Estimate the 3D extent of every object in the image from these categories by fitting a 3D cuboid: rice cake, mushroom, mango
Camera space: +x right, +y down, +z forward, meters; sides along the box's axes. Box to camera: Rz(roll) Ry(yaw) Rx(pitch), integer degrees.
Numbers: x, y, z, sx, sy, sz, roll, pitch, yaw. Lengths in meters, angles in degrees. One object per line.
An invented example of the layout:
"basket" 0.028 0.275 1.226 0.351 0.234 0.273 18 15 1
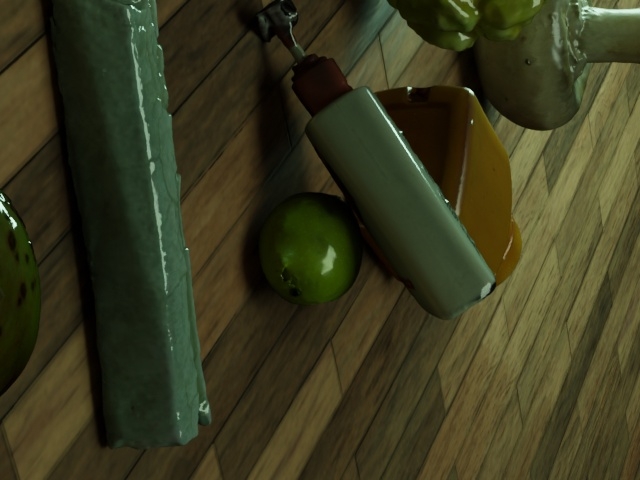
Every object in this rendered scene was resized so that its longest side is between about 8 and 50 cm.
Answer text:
"rice cake" -0.125 -0.024 1.219 0.063 0.066 0.336 -54 140 -70
"mushroom" 0.277 -0.223 2.047 0.207 0.215 0.207 2 90 -77
"mango" 0.000 0.000 1.524 0.165 0.074 0.091 -54 128 -66

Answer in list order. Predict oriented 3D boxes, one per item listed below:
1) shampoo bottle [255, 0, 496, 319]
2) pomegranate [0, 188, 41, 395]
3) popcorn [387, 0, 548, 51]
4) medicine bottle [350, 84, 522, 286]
"shampoo bottle" 0.035 -0.070 1.505 0.284 0.071 0.153 54 1 -6
"pomegranate" -0.218 0.008 0.895 0.159 0.159 0.205 52 16 -57
"popcorn" 0.144 -0.304 1.725 0.250 0.235 0.242 -49 135 -8
"medicine bottle" 0.117 -0.036 1.770 0.222 0.112 0.149 52 43 -58
